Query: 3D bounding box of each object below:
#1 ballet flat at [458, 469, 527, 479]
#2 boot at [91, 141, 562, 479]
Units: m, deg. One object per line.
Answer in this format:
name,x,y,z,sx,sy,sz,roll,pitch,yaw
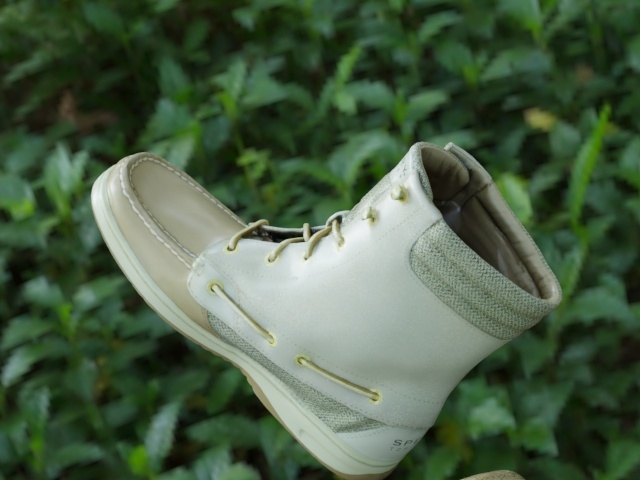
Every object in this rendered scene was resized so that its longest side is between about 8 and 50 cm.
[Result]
ballet flat,-0.014,0.199,1.068,0.342,0.116,0.124,-14,29,-7
boot,0.000,0.000,0.906,0.165,0.213,0.077,-49,-5,37
